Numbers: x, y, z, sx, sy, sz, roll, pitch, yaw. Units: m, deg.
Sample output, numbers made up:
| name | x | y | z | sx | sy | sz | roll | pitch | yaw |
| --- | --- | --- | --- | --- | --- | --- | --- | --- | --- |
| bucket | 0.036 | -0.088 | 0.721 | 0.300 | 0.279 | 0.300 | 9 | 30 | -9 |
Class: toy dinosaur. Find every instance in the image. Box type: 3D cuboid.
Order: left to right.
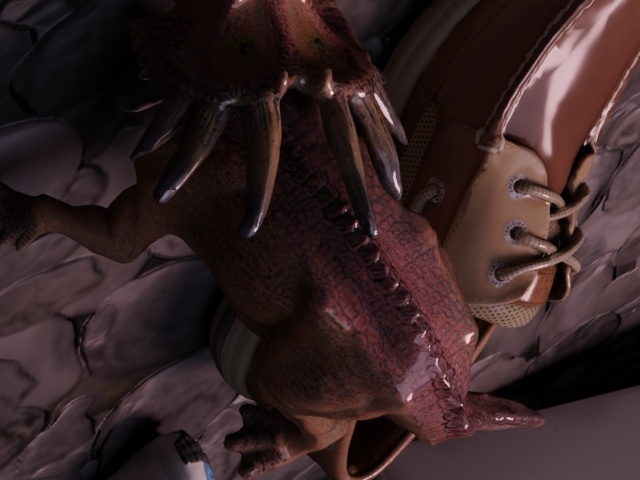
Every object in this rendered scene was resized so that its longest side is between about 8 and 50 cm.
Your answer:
| name | x | y | z | sx | sy | sz | roll | pitch | yaw |
| --- | --- | --- | --- | --- | --- | --- | --- | --- | --- |
| toy dinosaur | 0.000 | 0.000 | 0.690 | 0.127 | 0.295 | 0.200 | -50 | -161 | -26 |

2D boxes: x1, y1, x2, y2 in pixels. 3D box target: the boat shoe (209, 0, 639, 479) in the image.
| name | x | y | z | sx | sy | sz | roll | pitch | yaw |
| --- | --- | --- | --- | --- | --- | --- | --- | --- | --- |
| boat shoe | 0.075 | -0.014 | 0.849 | 0.123 | 0.116 | 0.324 | -2 | 136 | -46 |

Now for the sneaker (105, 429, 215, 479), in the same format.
| name | x | y | z | sx | sy | sz | roll | pitch | yaw |
| --- | --- | --- | --- | --- | --- | --- | --- | --- | --- |
| sneaker | -0.124 | 0.172 | 0.961 | 0.083 | 0.071 | 0.190 | 7 | 130 | -43 |

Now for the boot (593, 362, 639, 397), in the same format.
| name | x | y | z | sx | sy | sz | roll | pitch | yaw |
| --- | --- | --- | --- | --- | --- | --- | --- | --- | --- |
| boot | 0.252 | 0.161 | 1.345 | 0.229 | 0.091 | 0.263 | -5 | 134 | -35 |

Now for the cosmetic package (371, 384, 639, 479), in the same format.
| name | x | y | z | sx | sy | sz | roll | pitch | yaw |
| --- | --- | --- | --- | --- | --- | --- | --- | --- | --- |
| cosmetic package | 0.228 | 0.209 | 1.198 | 0.385 | 0.156 | 0.217 | -10 | 138 | -14 |
